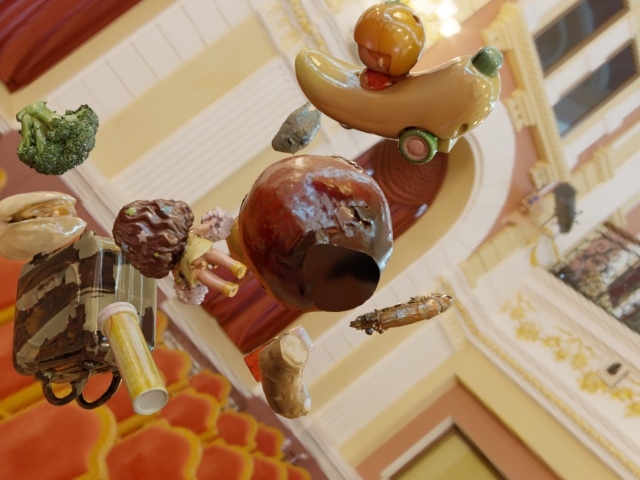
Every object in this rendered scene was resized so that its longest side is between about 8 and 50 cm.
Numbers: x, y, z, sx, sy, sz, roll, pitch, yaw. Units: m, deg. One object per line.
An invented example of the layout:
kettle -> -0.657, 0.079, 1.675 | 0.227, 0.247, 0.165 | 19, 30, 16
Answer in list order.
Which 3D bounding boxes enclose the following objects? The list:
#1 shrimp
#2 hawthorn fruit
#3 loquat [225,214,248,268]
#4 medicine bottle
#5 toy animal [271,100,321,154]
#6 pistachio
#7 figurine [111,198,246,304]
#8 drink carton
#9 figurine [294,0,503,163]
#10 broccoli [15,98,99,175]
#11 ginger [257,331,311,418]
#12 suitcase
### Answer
shrimp -> 0.136, 0.122, 1.324 | 0.091, 0.184, 0.043 | -175, -109, -71
hawthorn fruit -> -0.007, -0.012, 1.429 | 0.316, 0.316, 0.316 | 51, -7, 8
loquat -> -0.127, -0.003, 1.646 | 0.141, 0.141, 0.141 | 51, -7, 8
medicine bottle -> -0.328, 0.204, 1.397 | 0.218, 0.074, 0.074 | 53, -4, 42
toy animal -> -0.001, -0.268, 1.712 | 0.079, 0.253, 0.070 | 56, -8, -8
pistachio -> -0.651, -0.035, 1.830 | 0.157, 0.229, 0.157 | 19, -62, 41
figurine -> -0.230, 0.015, 1.313 | 0.240, 0.174, 0.116 | 26, 4, 9
drink carton -> -0.092, 0.263, 1.865 | 0.071, 0.096, 0.223 | 58, 12, 6
figurine -> 0.109, -0.250, 1.199 | 0.325, 0.124, 0.222 | 18, -49, 19
broccoli -> -0.557, -0.222, 1.685 | 0.156, 0.195, 0.195 | 53, -7, -9
ginger -> -0.058, 0.224, 1.321 | 0.069, 0.095, 0.190 | -77, 162, -55
suitcase -> -0.486, 0.178, 1.652 | 0.194, 0.352, 0.339 | 16, 64, -45
